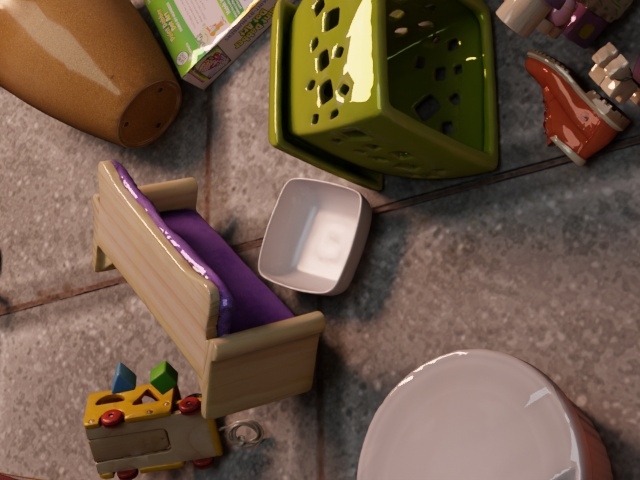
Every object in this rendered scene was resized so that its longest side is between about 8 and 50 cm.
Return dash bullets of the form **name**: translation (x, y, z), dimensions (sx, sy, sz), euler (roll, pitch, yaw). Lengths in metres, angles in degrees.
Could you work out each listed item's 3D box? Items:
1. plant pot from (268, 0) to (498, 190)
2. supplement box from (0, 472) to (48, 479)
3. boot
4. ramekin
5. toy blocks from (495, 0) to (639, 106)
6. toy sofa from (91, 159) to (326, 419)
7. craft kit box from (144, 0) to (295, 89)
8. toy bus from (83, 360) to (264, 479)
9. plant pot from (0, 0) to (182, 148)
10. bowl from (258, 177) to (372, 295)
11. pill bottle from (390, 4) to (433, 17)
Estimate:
- **plant pot**: translation (0.063, -0.191, 1.598), dimensions (0.207, 0.227, 0.228), euler (-16, 65, 40)
- **supplement box**: translation (-0.371, 0.420, 1.774), dimensions (0.194, 0.129, 0.191), euler (7, 79, 39)
- **boot**: translation (0.271, -0.153, 1.526), dimensions (0.085, 0.059, 0.158), euler (-51, 52, 18)
- **ramekin**: translation (0.180, 0.259, 1.402), dimensions (0.273, 0.127, 0.273), euler (-14, 65, 34)
- **toy blocks**: translation (0.297, -0.343, 1.418), dimensions (0.260, 0.288, 0.309), euler (-50, 48, 20)
- **toy sofa**: translation (-0.147, 0.038, 1.663), dimensions (0.362, 0.150, 0.177), euler (44, 136, 44)
- **craft kit box**: translation (-0.143, -0.386, 1.935), dimensions (0.246, 0.061, 0.250), euler (-39, 54, 18)
- **toy bus**: translation (-0.202, 0.231, 1.722), dimensions (0.191, 0.202, 0.104), euler (-50, 20, 22)
- **plant pot**: translation (-0.325, -0.250, 1.939), dimensions (0.254, 0.237, 0.237), euler (42, 102, 24)
- **bowl**: translation (0.000, 0.000, 1.684), dimensions (0.142, 0.053, 0.142), euler (14, 82, 41)
- **pill bottle**: translation (0.106, -0.434, 1.686), dimensions (0.162, 0.162, 0.278), euler (-10, 69, 35)
